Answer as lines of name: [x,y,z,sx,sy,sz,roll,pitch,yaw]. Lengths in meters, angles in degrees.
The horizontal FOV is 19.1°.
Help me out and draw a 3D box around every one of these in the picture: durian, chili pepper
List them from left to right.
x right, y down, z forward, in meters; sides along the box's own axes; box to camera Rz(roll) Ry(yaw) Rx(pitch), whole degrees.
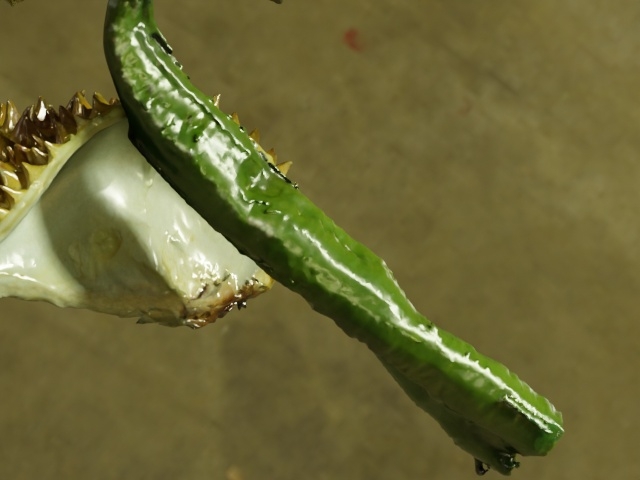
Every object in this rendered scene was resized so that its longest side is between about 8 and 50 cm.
durian: [-0.130,-0.021,1.106,0.252,0.144,0.139,15,78,-42]
chili pepper: [0.000,0.000,1.056,0.359,0.085,0.076,47,60,-16]

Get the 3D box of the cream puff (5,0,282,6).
cream puff: [-0.109,-0.313,1.245,0.323,0.270,0.274,-8,63,-19]
